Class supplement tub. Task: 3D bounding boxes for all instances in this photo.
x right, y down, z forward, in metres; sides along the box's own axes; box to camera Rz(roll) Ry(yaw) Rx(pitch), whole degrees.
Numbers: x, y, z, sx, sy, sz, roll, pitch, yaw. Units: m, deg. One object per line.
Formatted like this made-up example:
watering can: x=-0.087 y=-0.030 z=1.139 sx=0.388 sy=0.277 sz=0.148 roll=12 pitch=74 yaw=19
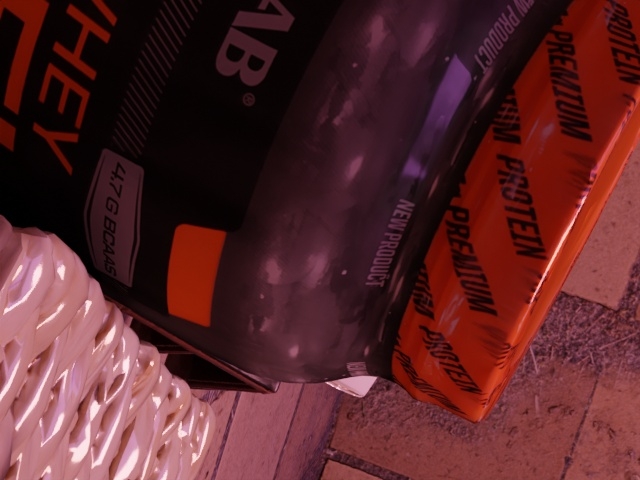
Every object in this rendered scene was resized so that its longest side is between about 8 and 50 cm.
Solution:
supplement tub: x=-0.054 y=-0.084 z=0.493 sx=0.207 sy=0.338 sz=0.207 roll=-58 pitch=167 yaw=-22

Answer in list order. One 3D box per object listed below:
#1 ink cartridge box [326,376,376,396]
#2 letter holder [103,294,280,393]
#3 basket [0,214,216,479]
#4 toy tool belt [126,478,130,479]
ink cartridge box: x=0.000 y=0.000 z=1.313 sx=0.207 sy=0.117 sz=0.283 roll=-56 pitch=-152 yaw=2
letter holder: x=-0.091 y=-0.033 z=1.206 sx=0.214 sy=0.152 sz=0.302 roll=-7 pitch=-125 yaw=57
basket: x=-0.229 y=0.127 z=0.488 sx=0.328 sy=0.266 sz=0.331 roll=72 pitch=37 yaw=-72
toy tool belt: x=-0.073 y=0.113 z=0.394 sx=0.051 sy=0.052 sz=0.083 roll=-35 pitch=144 yaw=-57
